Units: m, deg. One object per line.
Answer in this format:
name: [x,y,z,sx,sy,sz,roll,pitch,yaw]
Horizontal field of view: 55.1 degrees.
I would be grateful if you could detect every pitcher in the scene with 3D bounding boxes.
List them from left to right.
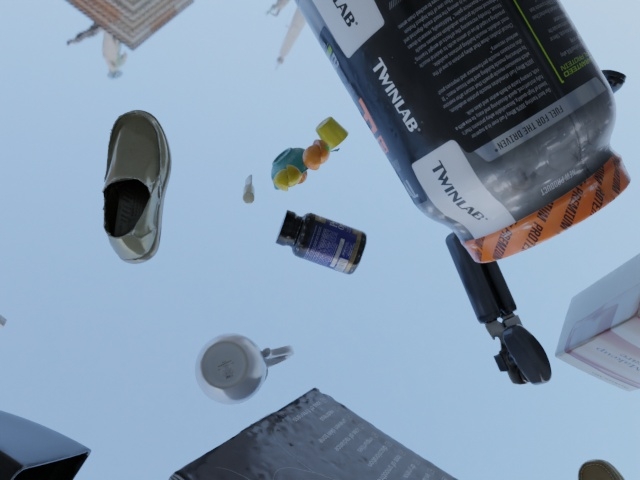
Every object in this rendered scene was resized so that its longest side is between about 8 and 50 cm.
pitcher: [-0.136,0.230,1.142,0.177,0.207,0.126,-27,-107,-6]

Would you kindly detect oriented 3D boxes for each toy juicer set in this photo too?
toy juicer set: [-0.078,-0.159,1.514,0.089,0.328,0.209,48,-149,-21]

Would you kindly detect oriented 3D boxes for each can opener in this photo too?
can opener: [0.306,0.103,1.025,0.075,0.095,0.284,-16,-100,-29]

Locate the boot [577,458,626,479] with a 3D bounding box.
boot: [0.343,0.371,0.761,0.165,0.077,0.213,31,-132,-39]

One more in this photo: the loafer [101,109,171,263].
loafer: [-0.305,-0.100,1.013,0.101,0.092,0.269,-5,-104,0]

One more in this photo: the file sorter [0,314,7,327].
file sorter: [-0.780,0.156,1.131,0.173,0.192,0.278,-91,-23,-47]

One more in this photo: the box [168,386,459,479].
box: [0.036,0.520,0.944,0.471,0.298,0.479,27,-169,21]

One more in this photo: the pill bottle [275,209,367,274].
pill bottle: [0.000,0.000,1.597,0.219,0.123,0.123,20,-123,-7]

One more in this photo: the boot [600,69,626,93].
boot: [0.447,-0.220,1.008,0.045,0.121,0.099,20,-88,-3]

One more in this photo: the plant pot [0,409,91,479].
plant pot: [-0.463,0.324,0.823,0.166,0.188,0.188,32,-96,13]

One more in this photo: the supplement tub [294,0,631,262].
supplement tub: [0.125,-0.152,0.547,0.193,0.193,0.316,-31,-89,-34]

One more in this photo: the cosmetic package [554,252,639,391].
cosmetic package: [0.506,0.132,0.961,0.153,0.296,0.129,24,-109,9]
